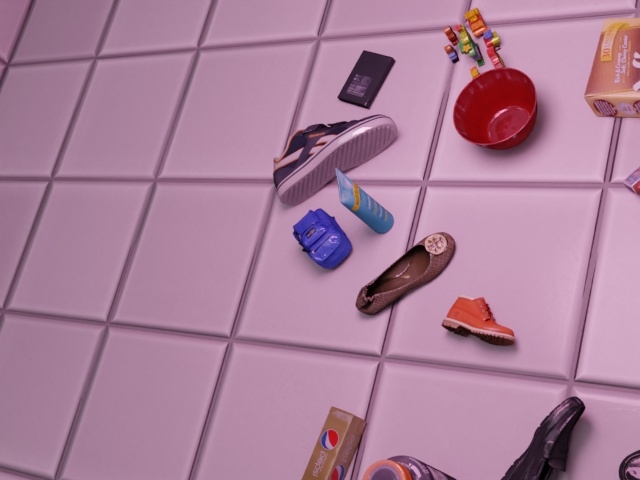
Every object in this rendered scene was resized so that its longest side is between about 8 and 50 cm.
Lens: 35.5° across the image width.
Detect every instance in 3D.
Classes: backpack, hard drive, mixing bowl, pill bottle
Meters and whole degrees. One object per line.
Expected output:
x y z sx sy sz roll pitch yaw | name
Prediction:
0.000 0.000 2.199 0.098 0.101 0.120 -46 54 14 | backpack
0.108 -0.382 2.367 0.094 0.022 0.135 23 81 39 | hard drive
0.378 -0.258 2.080 0.181 0.098 0.181 -14 61 27 | mixing bowl
0.165 0.456 1.768 0.130 0.245 0.130 -15 59 27 | pill bottle

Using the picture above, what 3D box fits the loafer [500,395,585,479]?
0.405 0.378 1.765 0.078 0.076 0.223 36 94 34 | loafer

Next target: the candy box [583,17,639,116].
0.688 -0.332 1.922 0.316 0.087 0.183 8 72 35 | candy box

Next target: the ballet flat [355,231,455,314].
0.171 0.066 2.079 0.250 0.058 0.084 -37 53 12 | ballet flat

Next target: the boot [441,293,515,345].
0.317 0.152 1.945 0.158 0.059 0.084 17 72 39 | boot

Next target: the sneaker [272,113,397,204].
0.018 -0.217 2.277 0.321 0.126 0.127 -31 59 19 | sneaker

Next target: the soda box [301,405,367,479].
0.024 0.429 1.991 0.058 0.061 0.181 15 76 38 | soda box

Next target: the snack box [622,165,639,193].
0.650 -0.157 1.879 0.178 0.022 0.064 -41 9 9 | snack box

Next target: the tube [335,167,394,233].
0.086 -0.076 2.110 0.052 0.207 0.080 -25 57 22 | tube

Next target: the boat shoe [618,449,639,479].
0.633 0.380 1.585 0.340 0.113 0.127 7 70 35 | boat shoe

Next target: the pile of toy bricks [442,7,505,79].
0.327 -0.435 2.197 0.118 0.105 0.212 -28 55 19 | pile of toy bricks
